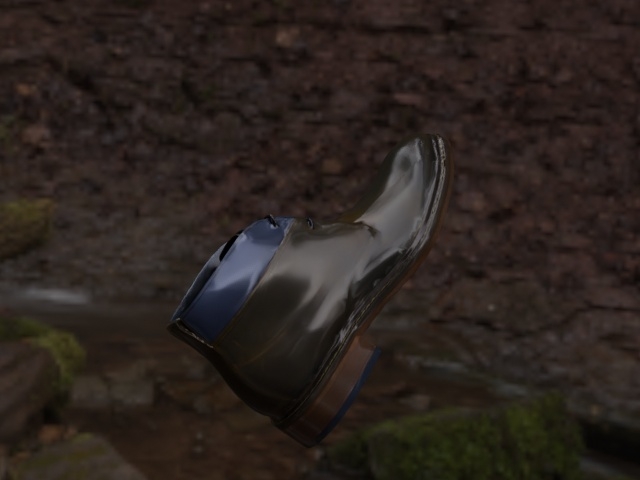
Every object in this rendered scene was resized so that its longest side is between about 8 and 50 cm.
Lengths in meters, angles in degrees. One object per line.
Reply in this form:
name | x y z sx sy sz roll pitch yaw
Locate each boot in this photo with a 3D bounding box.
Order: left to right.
boot | 0.000 0.000 0.803 0.106 0.219 0.082 34 -31 -14
